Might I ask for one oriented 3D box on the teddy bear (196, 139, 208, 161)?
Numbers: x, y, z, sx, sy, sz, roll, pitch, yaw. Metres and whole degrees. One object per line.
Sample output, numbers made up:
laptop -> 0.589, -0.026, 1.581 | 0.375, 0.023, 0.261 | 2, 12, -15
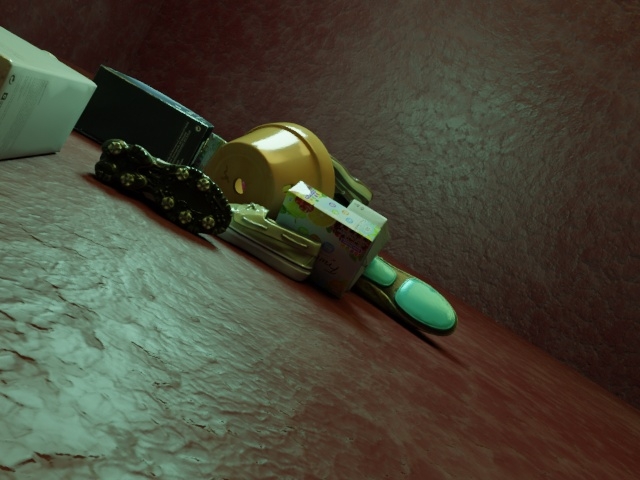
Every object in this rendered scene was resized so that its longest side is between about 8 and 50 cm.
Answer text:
teddy bear -> -0.436, -0.301, 1.782 | 0.244, 0.113, 0.338 | 9, -10, 17

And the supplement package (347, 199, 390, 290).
supplement package -> 0.075, 0.013, 1.327 | 0.105, 0.179, 0.105 | 34, -14, 23

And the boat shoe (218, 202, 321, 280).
boat shoe -> -0.139, -0.028, 1.136 | 0.302, 0.094, 0.109 | 31, 6, -3

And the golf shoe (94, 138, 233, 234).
golf shoe -> -0.285, -0.103, 1.037 | 0.272, 0.105, 0.120 | 31, -1, -3

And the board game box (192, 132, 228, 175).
board game box -> -0.319, -0.223, 1.562 | 0.026, 0.154, 0.103 | 25, 8, -40

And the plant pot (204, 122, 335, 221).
plant pot -> -0.137, -0.135, 1.303 | 0.290, 0.291, 0.203 | 33, 23, 19

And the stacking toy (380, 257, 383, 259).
stacking toy -> 0.102, -0.006, 1.537 | 0.167, 0.052, 0.221 | 50, 7, -17

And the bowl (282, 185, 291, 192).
bowl -> -0.059, -0.091, 1.585 | 0.155, 0.290, 0.289 | -11, 0, 9

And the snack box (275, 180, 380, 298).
snack box -> 0.000, 0.000, 1.182 | 0.207, 0.175, 0.070 | 33, 35, 8

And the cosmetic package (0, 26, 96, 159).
cosmetic package -> -0.496, -0.233, 0.801 | 0.196, 0.155, 0.365 | 30, 6, -11

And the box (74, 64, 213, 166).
box -> -0.461, -0.309, 1.468 | 0.293, 0.183, 0.296 | 28, 6, -13

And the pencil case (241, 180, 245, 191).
pencil case -> -0.331, -0.238, 1.959 | 0.209, 0.095, 0.098 | 38, -21, 40

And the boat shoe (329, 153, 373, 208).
boat shoe -> 0.026, -0.149, 1.417 | 0.257, 0.095, 0.095 | 34, -13, -22

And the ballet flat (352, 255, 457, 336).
ballet flat -> 0.189, 0.136, 1.385 | 0.348, 0.123, 0.123 | 34, 7, 20
